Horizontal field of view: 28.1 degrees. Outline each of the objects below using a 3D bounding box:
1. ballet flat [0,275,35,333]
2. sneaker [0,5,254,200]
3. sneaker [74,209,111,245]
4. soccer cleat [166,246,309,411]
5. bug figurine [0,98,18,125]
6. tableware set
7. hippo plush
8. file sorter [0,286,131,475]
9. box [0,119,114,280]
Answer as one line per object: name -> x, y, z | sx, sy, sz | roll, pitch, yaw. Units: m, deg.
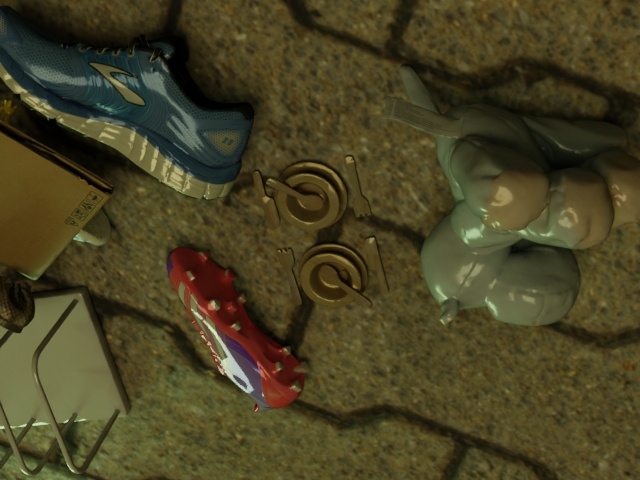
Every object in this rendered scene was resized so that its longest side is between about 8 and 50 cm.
ballet flat -> -0.444, 0.024, 1.590 | 0.250, 0.084, 0.058 | 36, 94, 22
sneaker -> -0.221, -0.184, 1.440 | 0.330, 0.130, 0.147 | 28, 106, -6
sneaker -> -0.337, -0.029, 1.573 | 0.152, 0.058, 0.084 | 32, 133, -18
soccer cleat -> -0.118, 0.116, 1.586 | 0.095, 0.083, 0.248 | -32, 109, 31
bug figurine -> -0.455, -0.137, 1.463 | 0.216, 0.072, 0.279 | -8, 145, 3
tableware set -> 0.000, 0.000, 1.515 | 0.128, 0.039, 0.194 | -8, 115, 18
hippo plush -> 0.185, -0.007, 1.355 | 0.294, 0.234, 0.236 | 15, 119, 5
file sorter -> -0.426, 0.198, 1.647 | 0.278, 0.173, 0.192 | -8, 115, 18
box -> -0.360, -0.045, 1.503 | 0.164, 0.021, 0.201 | 31, 133, -20
